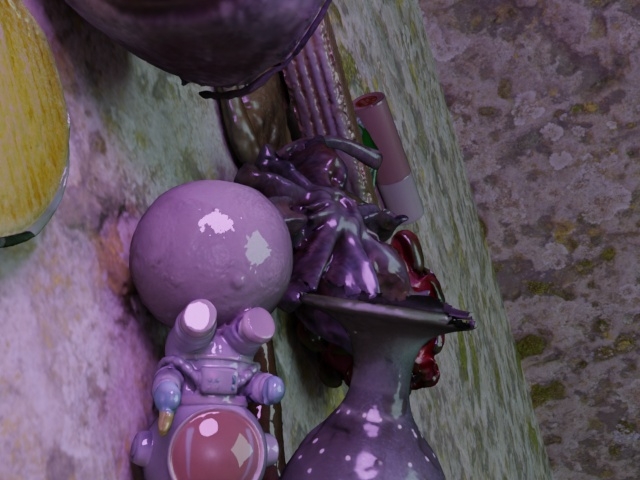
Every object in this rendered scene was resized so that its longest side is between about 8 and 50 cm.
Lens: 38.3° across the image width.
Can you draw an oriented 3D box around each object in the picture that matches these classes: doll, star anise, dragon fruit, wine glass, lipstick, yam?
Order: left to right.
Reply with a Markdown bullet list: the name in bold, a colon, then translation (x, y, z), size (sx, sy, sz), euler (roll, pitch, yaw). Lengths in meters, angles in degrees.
- **doll**: translation (-0.096, 0.096, 0.785), size (0.151, 0.151, 0.287), euler (38, 50, -64)
- **yam**: translation (-0.067, 0.168, 0.949), size (0.057, 0.057, 0.241), euler (33, 45, -66)
- **star anise**: translation (0.000, 0.000, 1.043), size (0.360, 0.139, 0.315), euler (5, 55, -47)
- **wine glass**: translation (0.039, 0.218, 0.823), size (0.190, 0.191, 0.356), euler (11, 88, -71)
- **dragon fruit**: translation (0.059, 0.074, 1.192), size (0.198, 0.218, 0.272), euler (10, -57, 69)
- **lipstick**: translation (0.127, -0.151, 1.730), size (0.070, 0.070, 0.254), euler (-75, 147, -56)

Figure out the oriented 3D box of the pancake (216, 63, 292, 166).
- **pancake**: translation (-0.076, -0.179, 1.172), size (0.222, 0.042, 0.236), euler (60, 25, -48)

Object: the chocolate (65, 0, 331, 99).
- **chocolate**: translation (-0.136, -0.282, 0.753), size (0.213, 0.303, 0.303), euler (12, 63, -42)

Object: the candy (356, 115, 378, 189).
- **candy**: translation (0.058, -0.143, 1.510), size (0.203, 0.078, 0.141), euler (-83, 154, -59)

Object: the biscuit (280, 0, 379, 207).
- **biscuit**: translation (0.014, -0.155, 1.308), size (0.144, 0.079, 0.425), euler (-90, 164, -63)

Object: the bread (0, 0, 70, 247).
- **bread**: translation (-0.243, -0.101, 0.616), size (0.228, 0.034, 0.228), euler (-13, 90, -71)
